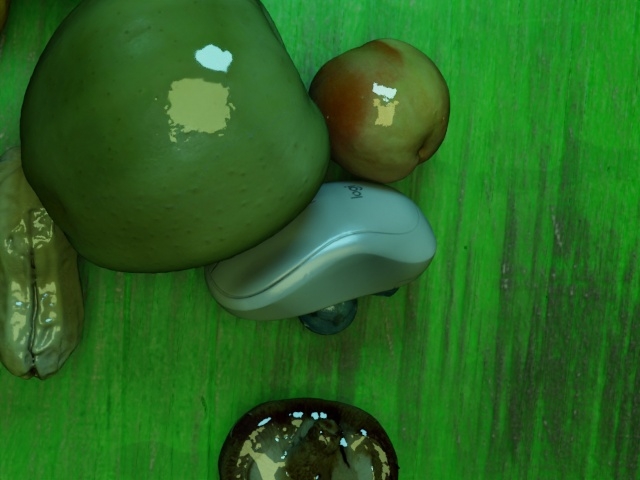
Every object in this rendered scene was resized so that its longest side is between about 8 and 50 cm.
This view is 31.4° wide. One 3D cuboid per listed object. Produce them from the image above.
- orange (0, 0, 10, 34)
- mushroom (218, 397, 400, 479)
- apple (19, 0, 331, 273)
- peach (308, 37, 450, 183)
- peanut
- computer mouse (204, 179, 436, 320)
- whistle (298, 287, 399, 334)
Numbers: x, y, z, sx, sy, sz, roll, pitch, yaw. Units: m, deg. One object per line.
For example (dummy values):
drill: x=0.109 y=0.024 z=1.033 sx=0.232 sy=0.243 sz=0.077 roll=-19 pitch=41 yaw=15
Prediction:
orange: x=-0.460 y=-0.288 z=1.349 sx=0.177 sy=0.155 sz=0.178 roll=0 pitch=105 yaw=2
mushroom: x=-0.016 y=0.300 z=1.477 sx=0.231 sy=0.138 sz=0.194 roll=10 pitch=105 yaw=1
apple: x=-0.171 y=-0.140 z=1.314 sx=0.357 sy=0.357 sz=0.358 roll=-1 pitch=93 yaw=-9
peach: x=0.076 y=-0.162 z=1.430 sx=0.184 sy=0.184 sz=0.184 roll=-1 pitch=93 yaw=-9
peanut: x=-0.353 y=0.029 z=1.400 sx=0.130 sy=0.130 sz=0.290 roll=-2 pitch=96 yaw=-9
computer mouse: x=0.000 y=0.000 z=1.425 sx=0.296 sy=0.184 sz=0.121 roll=-9 pitch=126 yaw=-9
whistle: x=0.026 y=0.083 z=1.487 sx=0.157 sy=0.090 sz=0.090 roll=5 pitch=93 yaw=-10
